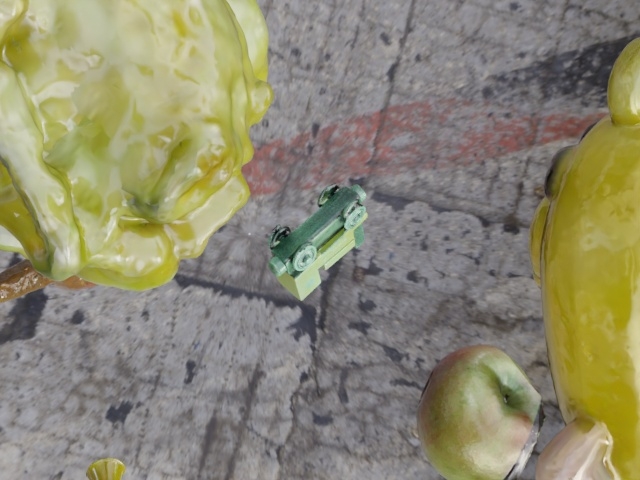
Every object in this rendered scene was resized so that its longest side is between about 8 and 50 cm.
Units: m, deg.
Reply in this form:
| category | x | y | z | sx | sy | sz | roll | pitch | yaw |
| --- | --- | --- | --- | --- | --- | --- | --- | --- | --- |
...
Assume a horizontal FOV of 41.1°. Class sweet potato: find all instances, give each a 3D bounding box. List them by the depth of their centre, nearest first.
| category | x | y | z | sx | sy | sz | roll | pitch | yaw |
| --- | --- | --- | --- | --- | --- | --- | --- | --- | --- |
| sweet potato | -0.270 | 0.033 | 0.851 | 0.050 | 0.214 | 0.050 | 2 | 96 | 17 |

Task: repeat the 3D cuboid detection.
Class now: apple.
| category | x | y | z | sx | sy | sz | roll | pitch | yaw |
| --- | --- | --- | --- | --- | --- | --- | --- | --- | --- |
| apple | 0.223 | 0.262 | 1.239 | 0.173 | 0.188 | 0.207 | 2 | 57 | -27 |

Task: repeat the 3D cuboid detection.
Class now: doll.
| category | x | y | z | sx | sy | sz | roll | pitch | yaw |
| --- | --- | --- | --- | --- | --- | --- | --- | --- | --- |
| doll | 0.271 | 0.101 | 0.557 | 0.348 | 0.161 | 0.423 | 1 | 97 | -34 |

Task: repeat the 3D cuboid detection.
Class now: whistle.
| category | x | y | z | sx | sy | sz | roll | pitch | yaw |
| --- | --- | --- | --- | --- | --- | --- | --- | --- | --- |
| whistle | -0.256 | 0.312 | 0.996 | 0.057 | 0.109 | 0.046 | -17 | 128 | -1 |

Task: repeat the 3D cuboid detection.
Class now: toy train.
| category | x | y | z | sx | sy | sz | roll | pitch | yaw |
| --- | --- | --- | --- | --- | --- | --- | --- | --- | --- |
| toy train | 0.000 | 0.000 | 0.822 | 0.122 | 0.081 | 0.050 | -41 | 58 | -19 |

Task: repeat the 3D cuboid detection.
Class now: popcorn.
| category | x | y | z | sx | sy | sz | roll | pitch | yaw |
| --- | --- | --- | --- | --- | --- | --- | --- | --- | --- |
| popcorn | -0.191 | -0.116 | 0.693 | 0.312 | 0.312 | 0.312 | 0 | 90 | -5 |
